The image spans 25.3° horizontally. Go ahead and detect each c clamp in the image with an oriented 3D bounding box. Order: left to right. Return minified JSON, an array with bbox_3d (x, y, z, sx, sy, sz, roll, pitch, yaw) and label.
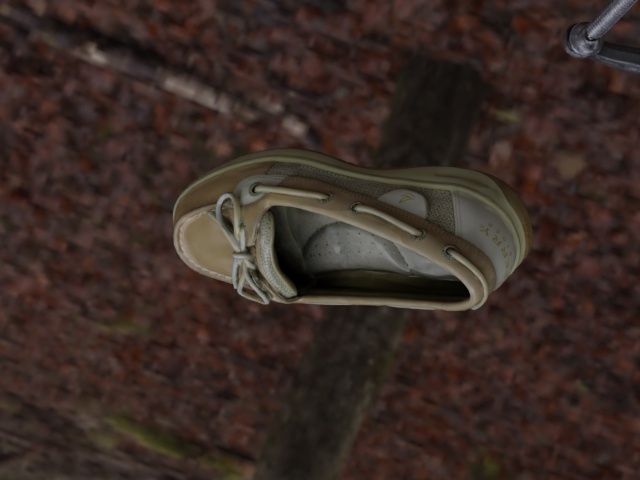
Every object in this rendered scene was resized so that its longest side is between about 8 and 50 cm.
[{"bbox_3d":[0.181,-0.128,0.769,0.137,0.022,0.161,4,162,-7],"label":"c clamp"}]

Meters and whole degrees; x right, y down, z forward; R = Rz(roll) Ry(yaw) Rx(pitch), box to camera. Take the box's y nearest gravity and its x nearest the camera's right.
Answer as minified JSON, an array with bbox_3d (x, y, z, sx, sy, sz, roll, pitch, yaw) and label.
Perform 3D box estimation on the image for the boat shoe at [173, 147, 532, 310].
[{"bbox_3d":[0.001,0.002,0.528,0.153,0.048,0.056,5,125,31],"label":"boat shoe"}]
